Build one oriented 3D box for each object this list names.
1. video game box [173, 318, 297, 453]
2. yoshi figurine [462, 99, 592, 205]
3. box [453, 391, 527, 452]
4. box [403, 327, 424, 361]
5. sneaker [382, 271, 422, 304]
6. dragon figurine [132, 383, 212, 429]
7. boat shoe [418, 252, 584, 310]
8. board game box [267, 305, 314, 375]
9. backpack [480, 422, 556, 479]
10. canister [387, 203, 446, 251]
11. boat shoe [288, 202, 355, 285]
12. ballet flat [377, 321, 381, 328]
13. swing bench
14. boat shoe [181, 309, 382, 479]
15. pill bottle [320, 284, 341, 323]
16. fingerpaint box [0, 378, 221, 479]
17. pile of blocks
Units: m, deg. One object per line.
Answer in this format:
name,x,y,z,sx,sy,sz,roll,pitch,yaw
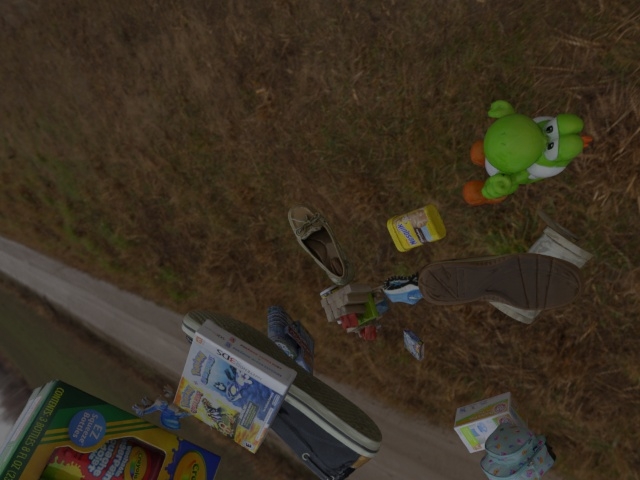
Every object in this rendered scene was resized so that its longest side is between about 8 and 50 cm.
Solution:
video game box,-0.160,0.267,0.926,0.187,0.048,0.205,30,122,10
yoshi figurine,0.385,-0.181,1.069,0.204,0.203,0.362,54,172,1
box,0.560,0.599,1.688,0.203,0.103,0.114,-30,99,29
box,0.375,0.418,2.053,0.094,0.027,0.137,46,161,35
sneaker,0.239,0.122,1.271,0.162,0.063,0.073,-6,128,19
dragon figurine,-0.509,0.600,1.797,0.289,0.085,0.144,23,124,-2
boat shoe,0.385,0.081,1.126,0.341,0.123,0.123,-3,99,8
board game box,-0.078,0.307,1.477,0.194,0.060,0.194,56,-168,-32
backpack,0.565,0.640,1.501,0.144,0.188,0.166,51,157,-13
canister,0.322,-0.042,1.715,0.170,0.073,0.126,-22,95,46
boat shoe,0.000,0.000,1.470,0.285,0.104,0.089,51,-178,18
ballet flat,0.146,0.275,1.708,0.114,0.041,0.041,25,145,2
swing bench,0.608,0.079,1.433,0.165,0.254,0.253,36,113,6
boat shoe,-0.109,0.325,1.089,0.500,0.156,0.187,35,-172,9
pill bottle,0.052,0.205,1.636,0.116,0.065,0.065,61,148,8
fingerpaint box,-0.430,0.534,0.895,0.371,0.445,0.163,38,139,-24
pile of blocks,0.132,0.207,1.406,0.362,0.148,0.113,34,-145,-65
